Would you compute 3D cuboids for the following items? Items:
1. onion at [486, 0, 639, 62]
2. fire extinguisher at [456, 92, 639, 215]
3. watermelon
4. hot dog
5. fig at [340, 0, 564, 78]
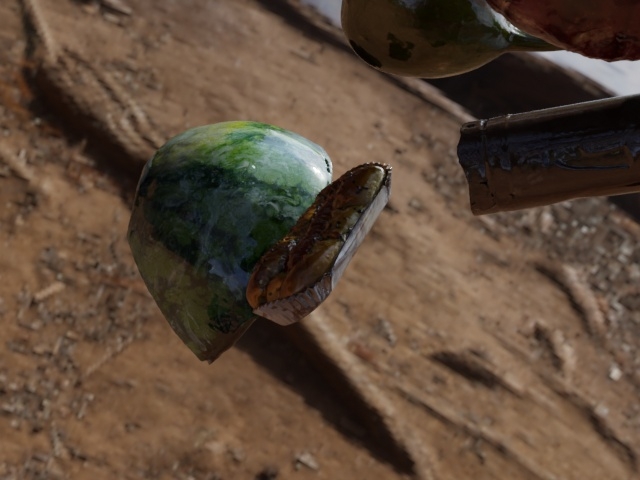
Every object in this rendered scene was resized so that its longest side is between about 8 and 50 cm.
[{"bbox_3d":[0.199,-0.243,0.910,0.246,0.246,0.190,27,-10,0],"label":"onion"},{"bbox_3d":[0.229,-0.072,0.938,0.089,0.268,0.072,37,48,-63],"label":"fire extinguisher"},{"bbox_3d":[-0.105,-0.014,1.595,0.224,0.180,0.305,5,50,14],"label":"watermelon"},{"bbox_3d":[0.000,0.000,1.219,0.059,0.108,0.191,49,50,-18],"label":"hot dog"},{"bbox_3d":[0.146,-0.217,1.284,0.259,0.151,0.151,12,35,-14],"label":"fig"}]
